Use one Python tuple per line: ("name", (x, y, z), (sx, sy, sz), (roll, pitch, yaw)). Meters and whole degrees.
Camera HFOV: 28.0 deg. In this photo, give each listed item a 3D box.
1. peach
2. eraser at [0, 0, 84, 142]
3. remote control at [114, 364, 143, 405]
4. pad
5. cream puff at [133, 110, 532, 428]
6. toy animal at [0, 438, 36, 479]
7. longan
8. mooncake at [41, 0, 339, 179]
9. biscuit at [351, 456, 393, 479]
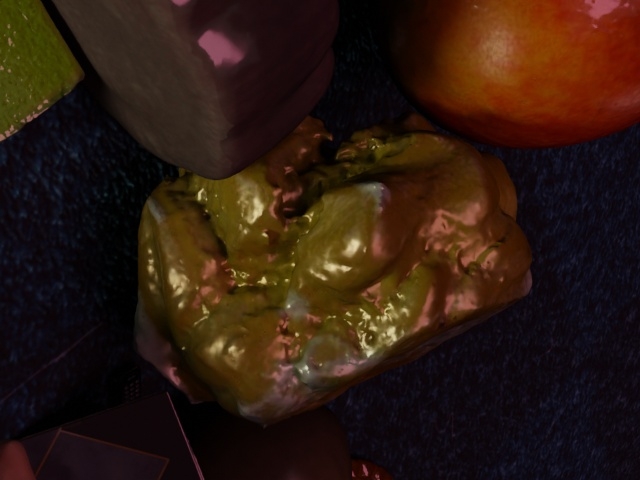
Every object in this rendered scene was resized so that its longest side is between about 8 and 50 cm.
("peach", (0.228, -0.266, 1.228), (0.388, 0.388, 0.388), (-20, 121, -38))
("eraser", (-0.324, -0.170, 0.937), (0.210, 0.092, 0.274), (-43, 132, -23))
("remote control", (-0.191, 0.167, 1.272), (0.034, 0.016, 0.091), (-31, 129, -53))
("pad", (-0.176, 0.275, 1.207), (0.164, 0.004, 0.243), (-20, 99, 2))
("cream puff", (0.000, 0.000, 1.182), (0.378, 0.378, 0.275), (-17, 76, -40))
("toy animal", (-0.331, 0.263, 1.073), (0.198, 0.171, 0.171), (-13, 116, -45))
("longan", (-0.064, 0.244, 1.307), (0.220, 0.196, 0.196), (-38, 131, -29))
("mooncake", (-0.119, -0.199, 0.994), (0.154, 0.306, 0.306), (-44, 133, -22))
("biscuit", (-0.002, 0.405, 1.551), (0.305, 0.038, 0.305), (-20, 121, -38))
